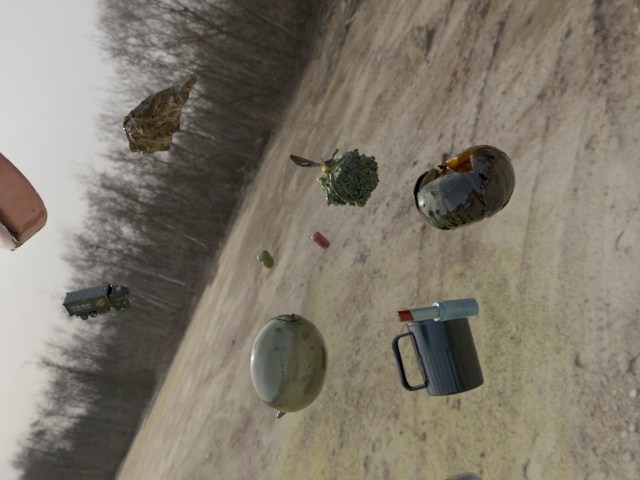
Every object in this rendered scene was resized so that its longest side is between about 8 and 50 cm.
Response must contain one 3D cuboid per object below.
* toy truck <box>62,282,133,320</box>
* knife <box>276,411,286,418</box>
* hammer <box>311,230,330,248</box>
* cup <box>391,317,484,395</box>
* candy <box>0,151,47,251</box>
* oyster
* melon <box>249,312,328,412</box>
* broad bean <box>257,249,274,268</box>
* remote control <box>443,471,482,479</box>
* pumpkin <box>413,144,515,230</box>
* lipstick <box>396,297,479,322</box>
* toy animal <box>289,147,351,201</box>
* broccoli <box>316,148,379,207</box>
[{"bbox_3d":[-0.971,0.267,2.094,0.088,0.259,0.121,-108,8,-51],"label":"toy truck"},{"bbox_3d":[-0.110,0.643,1.951,0.247,0.035,0.018,-54,-21,15],"label":"knife"},{"bbox_3d":[0.000,0.000,1.784,0.043,0.083,0.043,-30,38,27],"label":"hammer"},{"bbox_3d":[0.463,0.444,1.854,0.242,0.308,0.292,-35,68,64],"label":"cup"},{"bbox_3d":[-0.594,-0.087,0.826,0.094,0.255,0.255,-56,5,-33],"label":"candy"},{"bbox_3d":[-0.514,-0.373,1.498,0.204,0.111,0.396,-41,2,-36],"label":"oyster"},{"bbox_3d":[-0.104,0.402,1.589,0.268,0.269,0.330,-158,73,-77],"label":"melon"},{"bbox_3d":[-0.208,0.072,1.834,0.045,0.083,0.063,-24,40,23],"label":"broad bean"},{"bbox_3d":[0.360,0.807,1.441,0.103,0.332,0.221,57,144,27],"label":"remote control"},{"bbox_3d":[0.449,-0.163,1.478,0.321,0.192,0.320,-32,16,10],"label":"pumpkin"},{"bbox_3d":[0.363,0.224,1.491,0.068,0.274,0.061,104,155,-46],"label":"lipstick"},{"bbox_3d":[0.039,-0.219,1.402,0.155,0.219,0.095,-44,-5,-44],"label":"toy animal"},{"bbox_3d":[0.104,-0.259,1.995,0.246,0.288,0.247,6,94,42],"label":"broccoli"}]
